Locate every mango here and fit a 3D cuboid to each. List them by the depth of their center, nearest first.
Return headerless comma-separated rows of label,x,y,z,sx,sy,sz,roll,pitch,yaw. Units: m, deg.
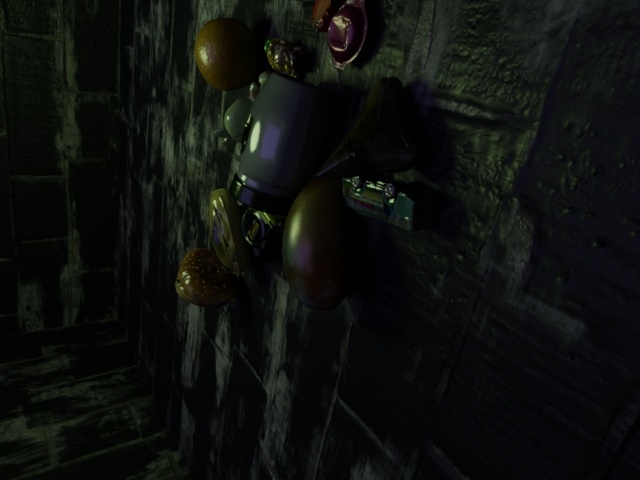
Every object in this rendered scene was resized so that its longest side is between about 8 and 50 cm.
mango,0.000,0.000,1.265,0.221,0.198,0.385,-166,82,-72

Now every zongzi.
zongzi,0.088,-0.253,1.087,0.112,0.241,0.221,56,-152,-73

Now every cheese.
cheese,0.077,-0.559,1.185,0.155,0.062,0.245,40,125,43
cheese,-0.327,-0.022,1.731,0.259,0.128,0.316,82,176,-76

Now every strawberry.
strawberry,0.018,-0.633,1.272,0.104,0.048,0.152,43,114,52

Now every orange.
orange,-0.313,-0.627,1.590,0.236,0.236,0.237,11,104,53

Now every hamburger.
hamburger,-0.440,0.160,1.866,0.286,0.243,0.146,50,132,17

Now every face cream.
face cream,-0.108,-0.271,1.327,0.312,0.219,0.357,-119,45,-61

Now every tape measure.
tape measure,-0.181,-0.045,1.584,0.186,0.112,0.199,51,128,28

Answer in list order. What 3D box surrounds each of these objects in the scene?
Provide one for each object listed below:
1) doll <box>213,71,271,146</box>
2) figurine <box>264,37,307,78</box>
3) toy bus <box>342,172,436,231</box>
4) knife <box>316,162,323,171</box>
doll,-0.205,-0.398,1.452,0.275,0.155,0.113,-48,49,-5
figurine,-0.114,-0.547,1.436,0.156,0.094,0.115,31,142,28
toy bus,0.154,-0.102,1.124,0.261,0.091,0.109,28,124,51
knife,-0.056,-0.229,1.459,0.212,0.015,0.055,21,113,51
